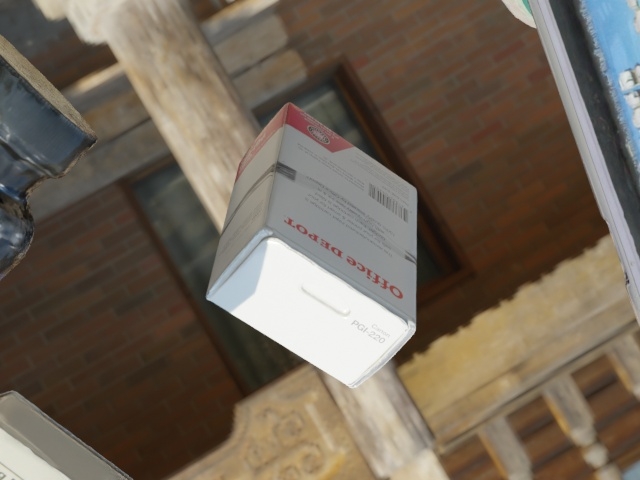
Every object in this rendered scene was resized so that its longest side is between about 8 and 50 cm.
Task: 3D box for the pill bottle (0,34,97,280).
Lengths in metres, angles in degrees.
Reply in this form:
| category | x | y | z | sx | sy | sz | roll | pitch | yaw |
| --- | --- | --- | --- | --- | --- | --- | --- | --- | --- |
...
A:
| category | x | y | z | sx | sy | sz | roll | pitch | yaw |
| --- | --- | --- | --- | --- | --- | --- | --- | --- | --- |
| pill bottle | -0.212 | -0.002 | 0.553 | 0.219 | 0.123 | 0.123 | -44 | 176 | 1 |

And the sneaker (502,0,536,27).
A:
| category | x | y | z | sx | sy | sz | roll | pitch | yaw |
| --- | --- | --- | --- | --- | --- | --- | --- | --- | --- |
| sneaker | 0.185 | -0.252 | 0.646 | 0.108 | 0.302 | 0.121 | 8 | -165 | -19 |

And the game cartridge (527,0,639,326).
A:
| category | x | y | z | sx | sy | sz | roll | pitch | yaw |
| --- | --- | --- | --- | --- | --- | --- | --- | --- | --- |
| game cartridge | 0.196 | -0.113 | 0.478 | 0.230 | 0.355 | 0.068 | -20 | -178 | -12 |

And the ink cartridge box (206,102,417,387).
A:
| category | x | y | z | sx | sy | sz | roll | pitch | yaw |
| --- | --- | --- | --- | --- | --- | --- | --- | --- | --- |
| ink cartridge box | 0.000 | 0.000 | 1.056 | 0.092 | 0.158 | 0.218 | -48 | -161 | 28 |

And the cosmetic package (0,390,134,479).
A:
| category | x | y | z | sx | sy | sz | roll | pitch | yaw |
| --- | --- | --- | --- | --- | --- | --- | --- | --- | --- |
| cosmetic package | -0.233 | 0.264 | 0.743 | 0.309 | 0.160 | 0.113 | -52 | 180 | -3 |
